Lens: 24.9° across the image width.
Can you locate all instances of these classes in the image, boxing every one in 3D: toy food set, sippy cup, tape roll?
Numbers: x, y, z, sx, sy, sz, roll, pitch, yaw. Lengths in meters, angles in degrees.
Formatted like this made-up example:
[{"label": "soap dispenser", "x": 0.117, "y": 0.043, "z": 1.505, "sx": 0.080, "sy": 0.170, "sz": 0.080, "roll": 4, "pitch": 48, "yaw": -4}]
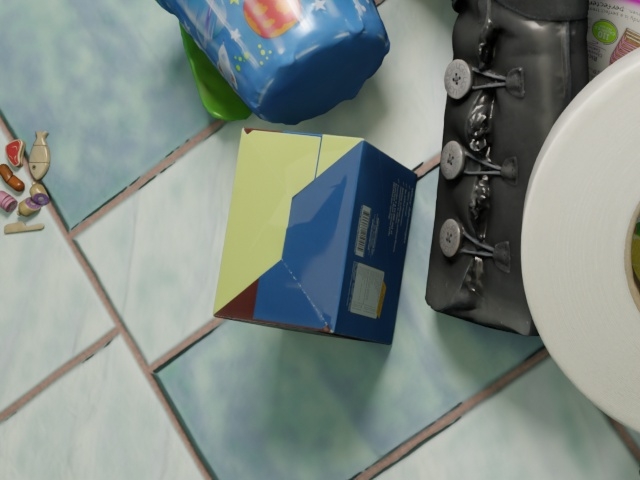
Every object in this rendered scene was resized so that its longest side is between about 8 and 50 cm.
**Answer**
[{"label": "toy food set", "x": -0.369, "y": -0.073, "z": 1.775, "sx": 0.078, "sy": 0.019, "sz": 0.122, "roll": -6, "pitch": 81, "yaw": 18}, {"label": "sippy cup", "x": -0.046, "y": -0.256, "z": 1.564, "sx": 0.240, "sy": 0.305, "sz": 0.224, "roll": -28, "pitch": 70, "yaw": -3}, {"label": "tape roll", "x": 0.370, "y": 0.004, "z": 1.269, "sx": 0.392, "sy": 0.072, "sz": 0.392, "roll": 2, "pitch": 106, "yaw": 8}]

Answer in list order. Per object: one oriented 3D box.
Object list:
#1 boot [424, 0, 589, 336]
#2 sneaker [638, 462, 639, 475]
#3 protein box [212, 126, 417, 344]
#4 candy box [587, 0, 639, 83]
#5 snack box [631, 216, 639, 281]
[{"label": "boot", "x": 0.162, "y": -0.147, "z": 1.521, "sx": 0.146, "sy": 0.367, "sz": 0.445, "roll": -7, "pitch": 104, "yaw": -18}, {"label": "sneaker", "x": 0.425, "y": 0.135, "z": 1.426, "sx": 0.129, "sy": 0.111, "sz": 0.297, "roll": 38, "pitch": 96, "yaw": 15}, {"label": "protein box", "x": 0.000, "y": 0.000, "z": 1.538, "sx": 0.136, "sy": 0.201, "sz": 0.199, "roll": 7, "pitch": 85, "yaw": 20}, {"label": "candy box", "x": 0.330, "y": -0.221, "z": 1.456, "sx": 0.159, "sy": 0.071, "sz": 0.233, "roll": 26, "pitch": 128, "yaw": 23}, {"label": "snack box", "x": 0.322, "y": -0.028, "z": 1.404, "sx": 0.070, "sy": 0.174, "sz": 0.207, "roll": 12, "pitch": 124, "yaw": 51}]
